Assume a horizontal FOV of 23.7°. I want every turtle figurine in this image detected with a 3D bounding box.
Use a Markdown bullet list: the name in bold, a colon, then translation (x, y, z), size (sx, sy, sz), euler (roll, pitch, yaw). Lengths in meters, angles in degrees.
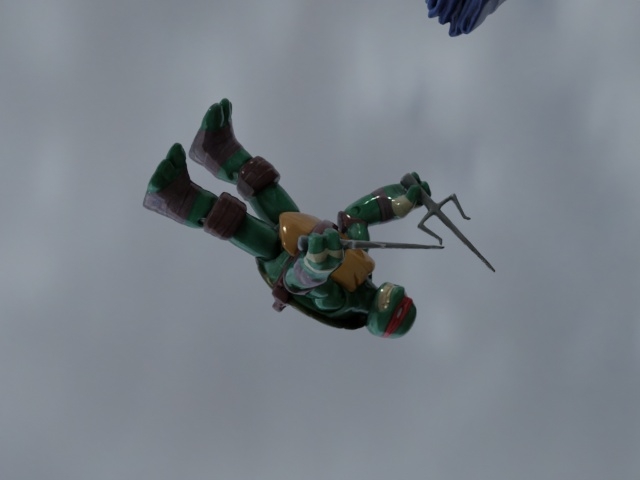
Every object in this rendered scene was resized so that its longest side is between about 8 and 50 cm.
- **turtle figurine**: translation (0.000, 0.000, 1.066), size (0.118, 0.234, 0.175), euler (-60, -3, 21)

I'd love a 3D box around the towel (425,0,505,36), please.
- **towel**: translation (0.200, -0.298, 1.034), size (0.336, 0.040, 0.243), euler (-44, -15, -37)
